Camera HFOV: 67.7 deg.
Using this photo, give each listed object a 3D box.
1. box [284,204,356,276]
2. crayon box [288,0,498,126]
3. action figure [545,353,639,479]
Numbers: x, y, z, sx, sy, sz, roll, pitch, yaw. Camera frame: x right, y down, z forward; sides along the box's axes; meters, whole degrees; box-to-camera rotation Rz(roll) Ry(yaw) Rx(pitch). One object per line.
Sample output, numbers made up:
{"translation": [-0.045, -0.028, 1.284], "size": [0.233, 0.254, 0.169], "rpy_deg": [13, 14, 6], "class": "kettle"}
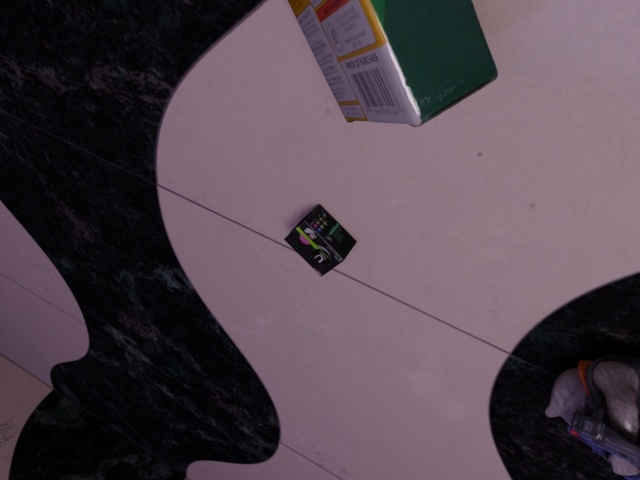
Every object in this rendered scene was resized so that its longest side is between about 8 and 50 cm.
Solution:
{"translation": [0.000, 0.000, 0.724], "size": [0.083, 0.052, 0.062], "rpy_deg": [44, 135, -6], "class": "box"}
{"translation": [0.012, -0.264, 0.411], "size": [0.323, 0.083, 0.203], "rpy_deg": [60, 176, -20], "class": "crayon box"}
{"translation": [0.452, 0.220, 0.568], "size": [0.330, 0.178, 0.341], "rpy_deg": [-1, 150, 42], "class": "action figure"}
